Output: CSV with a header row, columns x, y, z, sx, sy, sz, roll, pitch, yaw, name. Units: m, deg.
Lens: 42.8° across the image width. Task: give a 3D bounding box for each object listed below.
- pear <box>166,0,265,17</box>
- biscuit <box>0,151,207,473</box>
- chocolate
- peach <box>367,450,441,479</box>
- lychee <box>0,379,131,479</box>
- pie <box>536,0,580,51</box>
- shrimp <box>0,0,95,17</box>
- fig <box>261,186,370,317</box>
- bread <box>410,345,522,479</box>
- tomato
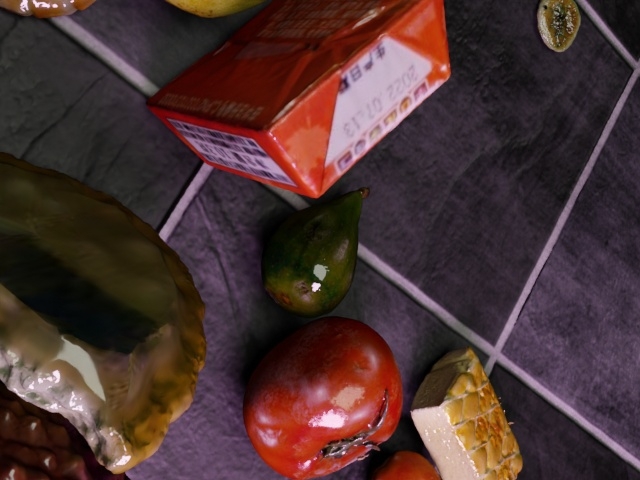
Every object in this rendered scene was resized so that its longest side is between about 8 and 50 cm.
x,y,z,sx,sy,sz,roll,pitch,yaw,name
-0.103,-0.323,0.780,0.197,0.197,0.197,-3,95,-31,pear
-0.235,0.024,0.675,0.335,0.329,0.078,29,113,-23,biscuit
-0.019,-0.158,0.821,0.235,0.237,0.108,-44,127,-21,chocolate
0.107,0.314,1.007,0.101,0.101,0.100,-3,95,-31,peach
-0.297,0.231,0.641,0.306,0.306,0.330,-37,105,-23,lychee
0.333,-0.306,1.141,0.084,0.021,0.084,-2,94,-31,pie
-0.288,-0.354,0.747,0.169,0.058,0.296,-20,108,-26,shrimp
0.000,0.000,0.921,0.117,0.117,0.177,41,57,-27,fig
0.190,0.248,1.047,0.125,0.068,0.188,-47,117,-50,bread
0.000,0.168,0.895,0.187,0.187,0.151,-8,59,-30,tomato
